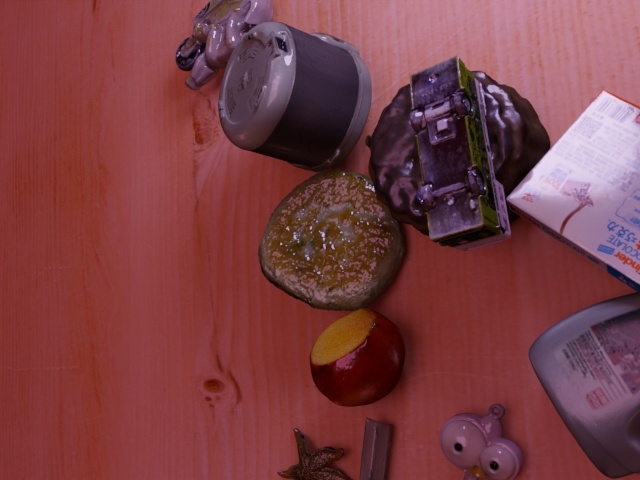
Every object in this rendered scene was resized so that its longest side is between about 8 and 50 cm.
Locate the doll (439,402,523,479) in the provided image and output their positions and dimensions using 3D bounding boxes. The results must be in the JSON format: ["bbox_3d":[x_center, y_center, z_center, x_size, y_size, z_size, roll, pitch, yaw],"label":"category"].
[{"bbox_3d":[0.265,0.466,1.345,0.160,0.094,0.366,20,98,34],"label":"doll"}]

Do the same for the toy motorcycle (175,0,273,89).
[{"bbox_3d":[-0.227,-0.517,1.831,0.340,0.107,0.223,-41,56,19],"label":"toy motorcycle"}]

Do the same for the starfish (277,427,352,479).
[{"bbox_3d":[-0.014,0.508,1.591,0.208,0.053,0.176,0,94,44],"label":"starfish"}]

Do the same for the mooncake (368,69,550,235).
[{"bbox_3d":[0.247,-0.158,1.374,0.323,0.187,0.324,-6,79,35],"label":"mooncake"}]

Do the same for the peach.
[{"bbox_3d":[0.070,0.228,1.462,0.190,0.190,0.193,23,125,37],"label":"peach"}]

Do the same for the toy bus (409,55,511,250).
[{"bbox_3d":[0.225,-0.136,1.197,0.113,0.139,0.302,-17,66,31],"label":"toy bus"}]

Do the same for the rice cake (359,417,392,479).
[{"bbox_3d":[0.105,0.487,1.487,0.052,0.057,0.256,1,84,64],"label":"rice cake"}]

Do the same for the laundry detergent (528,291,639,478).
[{"bbox_3d":[0.551,0.173,1.143,0.397,0.124,0.264,-39,61,26],"label":"laundry detergent"}]

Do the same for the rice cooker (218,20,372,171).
[{"bbox_3d":[-0.050,-0.304,1.564,0.288,0.276,0.289,-19,67,52],"label":"rice cooker"}]

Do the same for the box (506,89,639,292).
[{"bbox_3d":[0.493,-0.087,1.201,0.265,0.048,0.273,-47,57,-5],"label":"box"}]

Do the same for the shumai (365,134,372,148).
[{"bbox_3d":[0.129,-0.212,1.536,0.083,0.080,0.082,42,108,35],"label":"shumai"}]

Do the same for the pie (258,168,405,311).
[{"bbox_3d":[0.026,-0.003,1.557,0.322,0.070,0.324,-4,76,17],"label":"pie"}]
